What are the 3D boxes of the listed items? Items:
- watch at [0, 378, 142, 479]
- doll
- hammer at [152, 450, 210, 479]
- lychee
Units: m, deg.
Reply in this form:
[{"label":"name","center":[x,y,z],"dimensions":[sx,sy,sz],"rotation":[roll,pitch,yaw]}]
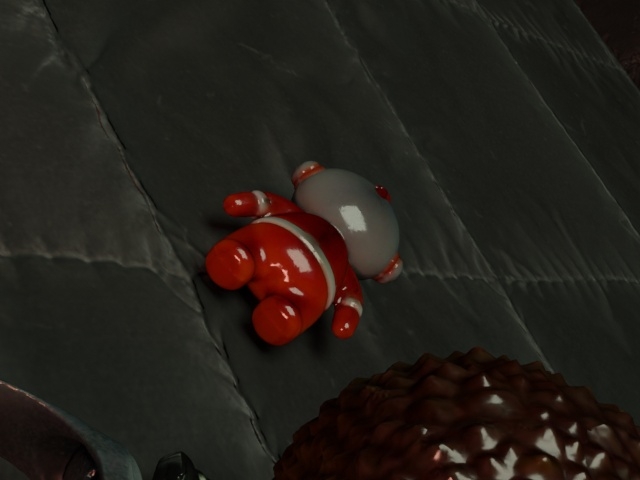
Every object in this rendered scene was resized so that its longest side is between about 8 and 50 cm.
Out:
[{"label":"watch","center":[-0.169,0.134,0.546],"dimensions":[0.193,0.068,0.206],"rotation":[14,34,-24]},{"label":"doll","center":[0.000,0.000,0.994],"dimensions":[0.142,0.076,0.245],"rotation":[50,31,1]},{"label":"hammer","center":[-0.056,0.207,0.675],"dimensions":[0.078,0.021,0.201],"rotation":[67,3,-61]},{"label":"lychee","center":[0.097,0.186,0.686],"dimensions":[0.267,0.267,0.267],"rotation":[35,30,-24]}]
